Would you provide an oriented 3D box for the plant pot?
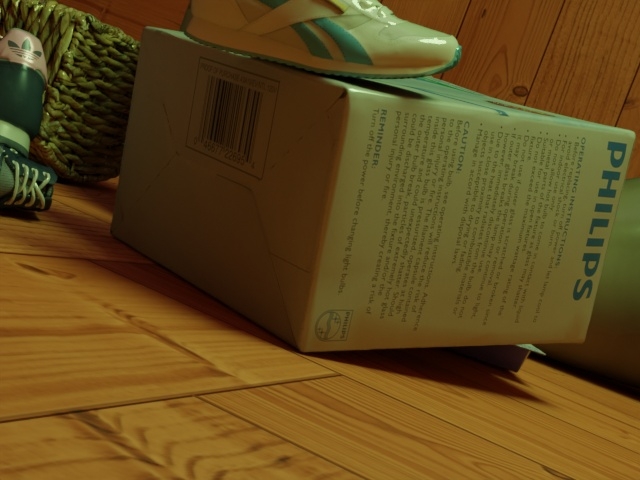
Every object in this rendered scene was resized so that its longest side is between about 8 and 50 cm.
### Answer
[{"bbox_3d":[0.378,0.048,1.546,0.280,0.323,0.323,5,4,0],"label":"plant pot"}]

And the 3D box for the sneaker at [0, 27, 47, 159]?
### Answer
[{"bbox_3d":[-0.372,-0.155,1.253,0.112,0.131,0.319,21,-8,-36],"label":"sneaker"}]

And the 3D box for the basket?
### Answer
[{"bbox_3d":[-0.369,-0.206,1.543,0.223,0.213,0.299,22,3,15],"label":"basket"}]

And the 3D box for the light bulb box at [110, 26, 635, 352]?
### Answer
[{"bbox_3d":[0.043,-0.054,1.138,0.361,0.225,0.358,2,15,-38],"label":"light bulb box"}]

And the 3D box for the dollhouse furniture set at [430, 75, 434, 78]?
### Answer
[{"bbox_3d":[0.017,-0.072,1.769,0.394,0.256,0.362,-12,-5,14],"label":"dollhouse furniture set"}]

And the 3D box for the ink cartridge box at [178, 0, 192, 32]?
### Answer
[{"bbox_3d":[-0.135,-0.160,1.434,0.129,0.307,0.223,19,5,-16],"label":"ink cartridge box"}]

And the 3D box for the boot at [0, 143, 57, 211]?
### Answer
[{"bbox_3d":[-0.281,-0.058,1.054,0.086,0.069,0.190,16,4,-17],"label":"boot"}]

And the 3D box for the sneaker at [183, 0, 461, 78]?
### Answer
[{"bbox_3d":[0.005,-0.185,0.941,0.228,0.092,0.087,13,11,5],"label":"sneaker"}]

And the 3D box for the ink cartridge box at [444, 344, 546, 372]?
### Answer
[{"bbox_3d":[0.126,0.088,1.300,0.206,0.045,0.208,19,7,-9],"label":"ink cartridge box"}]
